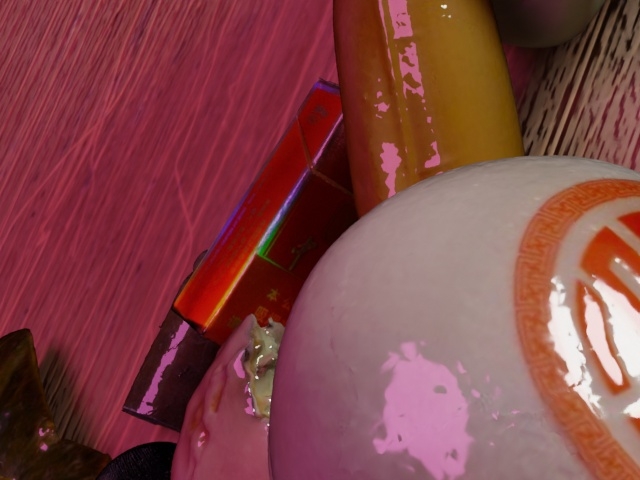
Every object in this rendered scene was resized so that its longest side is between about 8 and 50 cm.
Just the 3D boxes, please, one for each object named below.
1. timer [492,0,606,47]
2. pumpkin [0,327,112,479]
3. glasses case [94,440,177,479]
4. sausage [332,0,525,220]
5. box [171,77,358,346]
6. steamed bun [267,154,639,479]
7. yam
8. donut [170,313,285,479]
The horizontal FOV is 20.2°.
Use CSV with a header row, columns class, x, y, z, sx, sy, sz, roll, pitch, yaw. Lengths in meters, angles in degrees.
class,x,y,z,sx,sy,sz,roll,pitch,yaw
timer,0.160,-0.320,1.085,0.315,0.291,0.291,-41,37,-12
pumpkin,-0.249,0.221,1.255,0.258,0.095,0.290,-43,48,0
glasses case,-0.118,0.253,1.113,0.103,0.067,0.266,-18,54,40
sausage,0.059,-0.088,1.033,0.112,0.112,0.328,-14,83,41
box,0.001,0.000,1.124,0.175,0.112,0.048,-58,38,2
steamed bun,0.123,0.082,0.790,0.177,0.283,0.283,-49,34,46
yam,-0.086,0.067,1.217,0.054,0.054,0.132,22,83,51
donut,0.011,0.156,1.005,0.233,0.085,0.199,17,92,41
